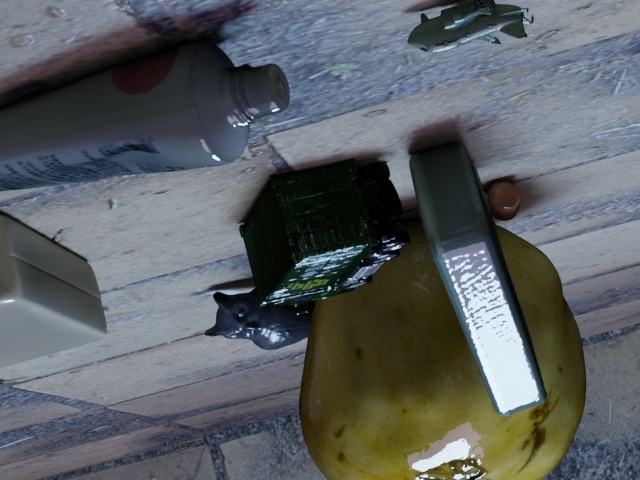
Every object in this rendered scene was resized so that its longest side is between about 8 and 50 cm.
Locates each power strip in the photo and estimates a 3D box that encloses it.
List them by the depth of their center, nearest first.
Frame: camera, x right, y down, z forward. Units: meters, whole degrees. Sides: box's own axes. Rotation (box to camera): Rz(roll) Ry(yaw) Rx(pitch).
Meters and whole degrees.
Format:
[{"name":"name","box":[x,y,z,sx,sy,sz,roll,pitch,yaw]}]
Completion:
[{"name":"power strip","box":[0.138,0.016,1.778,0.059,0.194,0.265,-18,133,7]}]

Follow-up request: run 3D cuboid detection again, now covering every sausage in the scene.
[{"name":"sausage","box":[0.186,-0.040,1.973,0.034,0.034,0.083,-15,171,2]}]

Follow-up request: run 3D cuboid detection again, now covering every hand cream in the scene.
[{"name":"hand cream","box":[-0.176,-0.066,1.259,0.340,0.078,0.124,-10,174,24]}]

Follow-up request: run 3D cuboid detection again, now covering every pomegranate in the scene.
[{"name":"pomegranate","box":[0.121,0.129,2.062,0.332,0.333,0.332,-14,170,-2]}]

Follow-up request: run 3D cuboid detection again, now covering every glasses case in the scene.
[{"name":"glasses case","box":[-0.289,0.051,1.679,0.144,0.076,0.336,-15,170,3]}]

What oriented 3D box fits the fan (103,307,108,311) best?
[{"name":"fan","box":[-0.254,0.075,2.078,0.056,0.004,0.083,-22,168,34]}]

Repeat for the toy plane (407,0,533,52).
[{"name":"toy plane","box":[0.097,-0.142,1.268,0.083,0.033,0.080,-9,172,9]}]

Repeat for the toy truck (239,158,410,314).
[{"name":"toy truck","box":[0.000,0.000,1.782,0.121,0.088,0.259,-13,169,-13]}]

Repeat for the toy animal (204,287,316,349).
[{"name":"toy animal","box":[-0.036,0.068,2.211,0.210,0.121,0.117,8,-154,-24]}]
